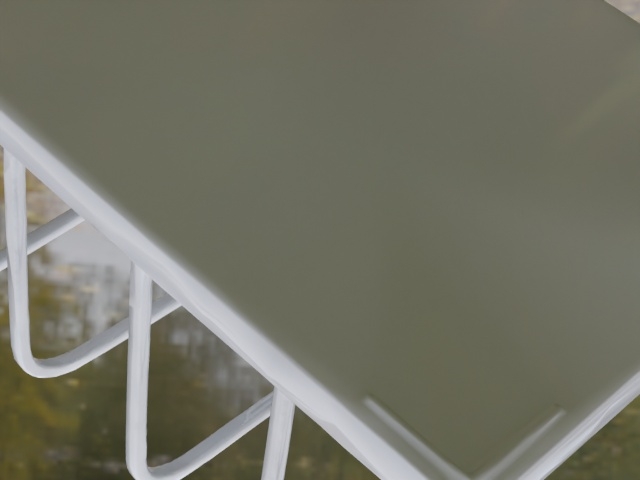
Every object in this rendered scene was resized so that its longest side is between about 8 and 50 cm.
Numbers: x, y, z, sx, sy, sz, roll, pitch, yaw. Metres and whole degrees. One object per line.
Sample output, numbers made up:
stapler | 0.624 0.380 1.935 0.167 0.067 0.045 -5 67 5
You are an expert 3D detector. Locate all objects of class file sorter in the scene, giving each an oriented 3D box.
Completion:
file sorter | 0.000 0.000 0.546 0.193 0.278 0.173 -34 150 -32
